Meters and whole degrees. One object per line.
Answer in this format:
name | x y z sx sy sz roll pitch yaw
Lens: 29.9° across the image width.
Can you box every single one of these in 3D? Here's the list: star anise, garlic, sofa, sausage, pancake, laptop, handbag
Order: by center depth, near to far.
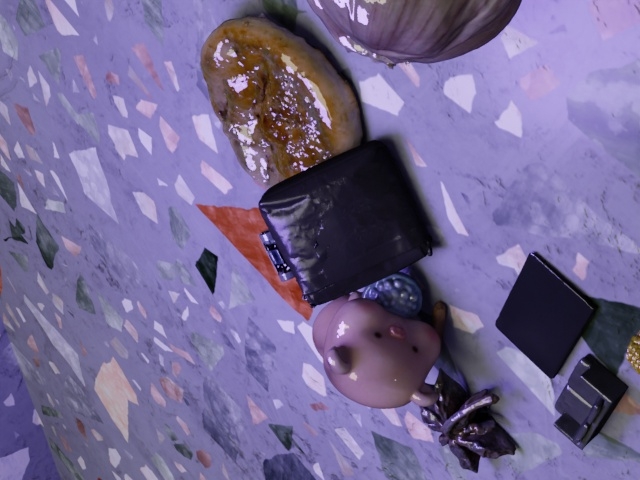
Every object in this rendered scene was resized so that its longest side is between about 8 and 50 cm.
garlic | 0.109 -0.349 1.525 0.317 0.317 0.259 35 116 32
sofa | 0.407 0.254 1.861 0.085 0.060 0.147 43 146 22
laptop | 0.348 0.118 1.869 0.135 0.016 0.197 45 145 22
handbag | 0.039 -0.023 1.982 0.247 0.080 0.223 -24 101 15
sausage | 0.203 0.153 2.086 0.026 0.026 0.116 35 141 32
pancake | -0.078 -0.216 2.093 0.387 0.082 0.387 34 145 29
star anise | 0.248 0.316 2.106 0.209 0.089 0.231 28 150 27

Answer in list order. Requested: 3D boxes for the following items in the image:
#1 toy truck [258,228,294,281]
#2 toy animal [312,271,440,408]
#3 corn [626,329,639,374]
toy truck | 0.000 0.000 2.138 0.253 0.124 0.114 -9 110 58
toy animal | 0.083 0.184 2.084 0.210 0.229 0.221 19 154 -19
corn | 0.532 0.202 1.619 0.260 0.091 0.091 34 144 40
